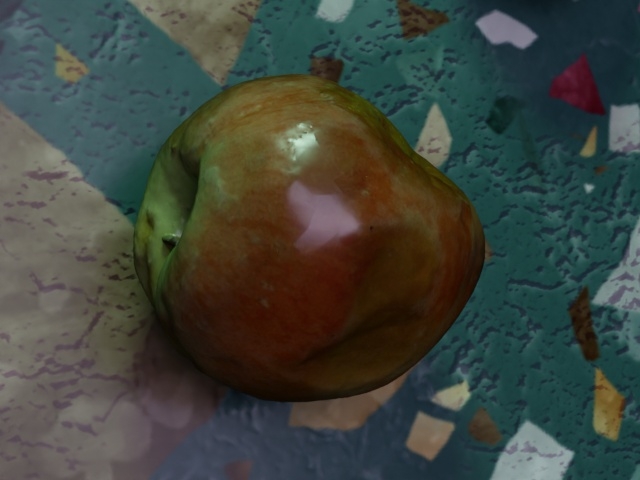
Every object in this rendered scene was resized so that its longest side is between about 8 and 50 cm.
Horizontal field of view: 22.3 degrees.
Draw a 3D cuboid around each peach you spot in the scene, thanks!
[{"bbox_3d":[0.000,0.000,1.062,0.235,0.214,0.214,14,77,-36],"label":"peach"}]
